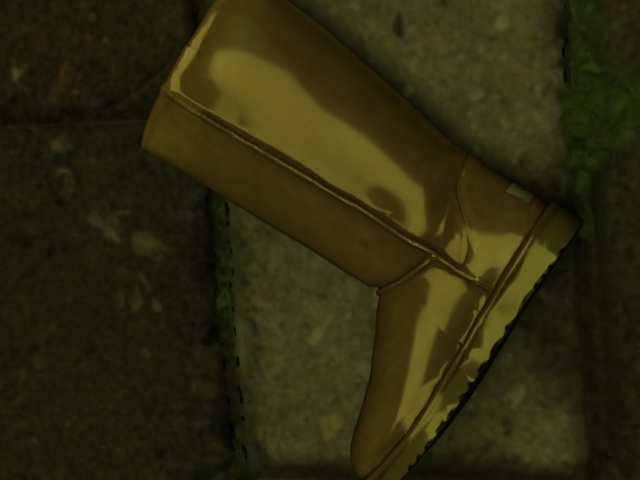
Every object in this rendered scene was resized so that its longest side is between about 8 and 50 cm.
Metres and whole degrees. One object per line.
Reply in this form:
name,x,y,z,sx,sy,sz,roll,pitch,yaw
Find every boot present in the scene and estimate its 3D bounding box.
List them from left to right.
boot,0.000,0.000,1.271,0.269,0.089,0.236,34,97,8
